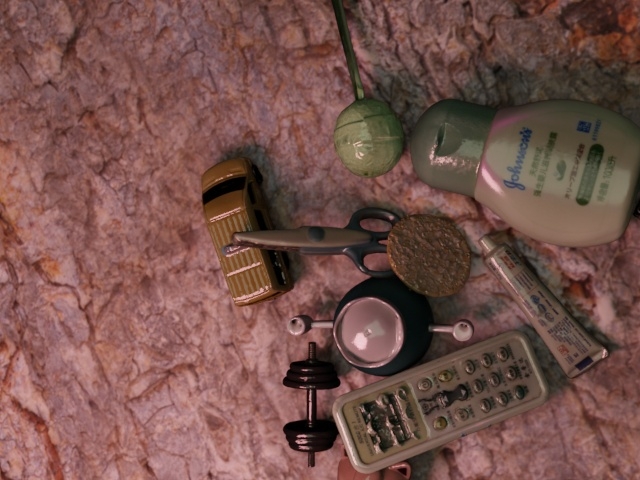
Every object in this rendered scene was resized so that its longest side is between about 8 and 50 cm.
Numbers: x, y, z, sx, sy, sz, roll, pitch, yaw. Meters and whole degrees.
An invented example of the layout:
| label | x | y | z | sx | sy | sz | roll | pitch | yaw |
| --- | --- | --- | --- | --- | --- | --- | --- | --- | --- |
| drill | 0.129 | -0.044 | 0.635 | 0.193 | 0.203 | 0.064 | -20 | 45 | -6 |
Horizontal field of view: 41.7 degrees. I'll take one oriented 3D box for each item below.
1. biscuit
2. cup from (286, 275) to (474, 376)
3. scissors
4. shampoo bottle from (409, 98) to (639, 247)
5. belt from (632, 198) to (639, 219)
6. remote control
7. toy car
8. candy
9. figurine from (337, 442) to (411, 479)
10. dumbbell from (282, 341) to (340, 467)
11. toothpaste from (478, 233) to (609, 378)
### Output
| label | x | y | z | sx | sy | sz | roll | pitch | yaw |
| --- | --- | --- | --- | --- | --- | --- | --- | --- | --- |
| biscuit | 0.176 | 0.023 | 1.358 | 0.152 | 0.020 | 0.152 | 7 | 61 | -12 |
| cup | 0.093 | 0.138 | 1.341 | 0.299 | 0.173 | 0.168 | 0 | 88 | 15 |
| scissors | 0.000 | 0.000 | 1.363 | 0.289 | 0.041 | 0.138 | 2 | 56 | -11 |
| shampoo bottle | 0.309 | -0.121 | 1.298 | 0.349 | 0.151 | 0.222 | 16 | 96 | 15 |
| belt | 0.569 | -0.113 | 1.200 | 0.150 | 0.207 | 0.258 | 34 | 106 | 10 |
| remote control | 0.189 | 0.252 | 1.324 | 0.335 | 0.065 | 0.128 | -19 | 80 | -7 |
| toy car | -0.134 | -0.018 | 1.427 | 0.101 | 0.124 | 0.257 | -20 | 85 | 13 |
| candy | 0.048 | -0.317 | 1.402 | 0.119 | 0.119 | 0.440 | -14 | 79 | 14 |
| figurine | 0.085 | 0.390 | 1.366 | 0.125 | 0.125 | 0.138 | 15 | 132 | 15 |
| dumbbell | -0.015 | 0.275 | 1.407 | 0.099 | 0.099 | 0.209 | 0 | 91 | 15 |
| toothpaste | 0.344 | 0.097 | 1.340 | 0.069 | 0.047 | 0.268 | -38 | 82 | -7 |
